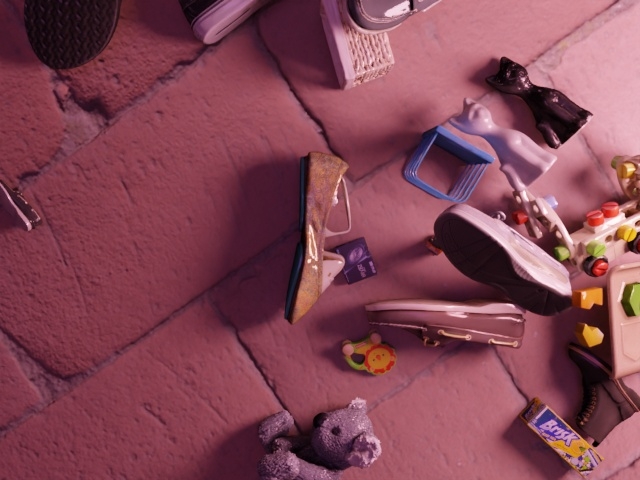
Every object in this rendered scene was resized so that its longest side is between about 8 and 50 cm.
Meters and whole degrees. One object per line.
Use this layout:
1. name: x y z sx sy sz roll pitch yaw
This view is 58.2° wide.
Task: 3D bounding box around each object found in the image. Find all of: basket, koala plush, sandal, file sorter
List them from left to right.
1. sandal: -0.431 -0.535 1.083 0.168 0.107 0.445 22 112 -6
2. koala plush: 0.015 0.413 1.140 0.221 0.196 0.203 -37 104 2
3. basket: 0.070 -0.391 1.112 0.103 0.113 0.167 -17 94 -1
4. file sorter: 0.236 -0.140 1.100 0.118 0.170 0.104 29 96 -2

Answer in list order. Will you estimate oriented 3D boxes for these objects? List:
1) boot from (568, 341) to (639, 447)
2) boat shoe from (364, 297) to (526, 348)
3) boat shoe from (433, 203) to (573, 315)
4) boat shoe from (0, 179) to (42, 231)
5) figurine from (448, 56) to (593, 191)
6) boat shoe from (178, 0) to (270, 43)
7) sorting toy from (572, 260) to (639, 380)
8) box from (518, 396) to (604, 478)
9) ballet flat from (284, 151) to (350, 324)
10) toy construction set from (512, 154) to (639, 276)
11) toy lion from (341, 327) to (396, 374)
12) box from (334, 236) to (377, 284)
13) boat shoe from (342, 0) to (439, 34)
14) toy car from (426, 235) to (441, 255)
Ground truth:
1. boot: 0.549 0.318 1.175 0.198 0.077 0.137 44 91 -2
2. boat shoe: 0.250 0.166 1.151 0.325 0.116 0.096 1 91 -5
3. boat shoe: 0.349 0.026 1.086 0.321 0.118 0.103 31 51 -13
4. boat shoe: -0.619 -0.076 1.175 0.125 0.038 0.046 50 135 3
5. figurine: 0.378 -0.234 1.116 0.209 0.092 0.215 42 72 5
6. boat shoe: -0.128 -0.520 1.098 0.335 0.121 0.119 -34 97 4
7. sorting toy: 0.606 0.155 1.113 0.308 0.041 0.228 -5 96 -29
8. box: 0.498 0.407 1.194 0.169 0.054 0.059 43 93 -3
9. ballet flat: 0.000 0.000 1.140 0.123 0.123 0.348 6 92 0
10. toy construction set: 0.547 -0.060 1.113 0.328 0.151 0.214 -19 118 9
11. toy lion: 0.104 0.239 1.198 0.100 0.034 0.096 -23 101 2
12. box: 0.073 0.042 1.188 0.067 0.018 0.083 -20 93 2
13. boat shoe: 0.174 -0.474 1.045 0.320 0.099 0.116 -34 104 -27
14. toy car: 0.270 0.031 1.170 0.122 0.060 0.040 29 125 5
